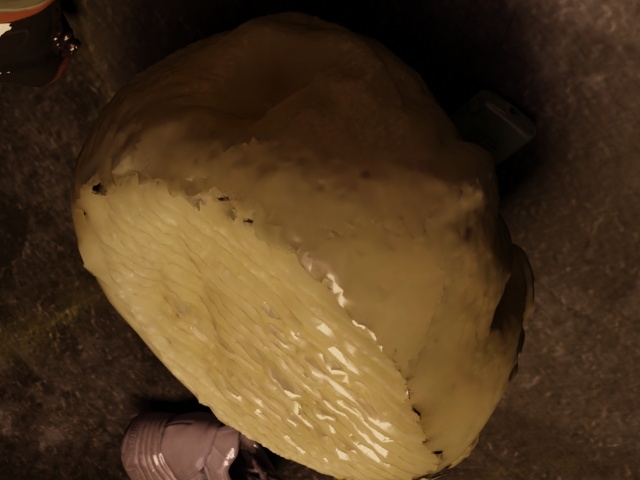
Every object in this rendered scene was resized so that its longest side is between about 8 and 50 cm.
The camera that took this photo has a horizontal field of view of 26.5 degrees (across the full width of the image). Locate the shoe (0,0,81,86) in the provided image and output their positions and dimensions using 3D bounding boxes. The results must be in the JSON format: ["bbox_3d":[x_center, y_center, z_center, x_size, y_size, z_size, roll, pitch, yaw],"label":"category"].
[{"bbox_3d":[-0.297,-0.162,0.977,0.290,0.114,0.137,2,142,17],"label":"shoe"}]

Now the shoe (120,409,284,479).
[{"bbox_3d":[-0.084,0.261,1.360,0.137,0.095,0.245,-10,124,36],"label":"shoe"}]

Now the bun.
[{"bbox_3d":[0.000,0.000,0.934,0.359,0.211,0.360,30,150,19],"label":"bun"}]

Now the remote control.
[{"bbox_3d":[0.100,-0.063,0.974,0.053,0.018,0.124,33,141,-14],"label":"remote control"}]
